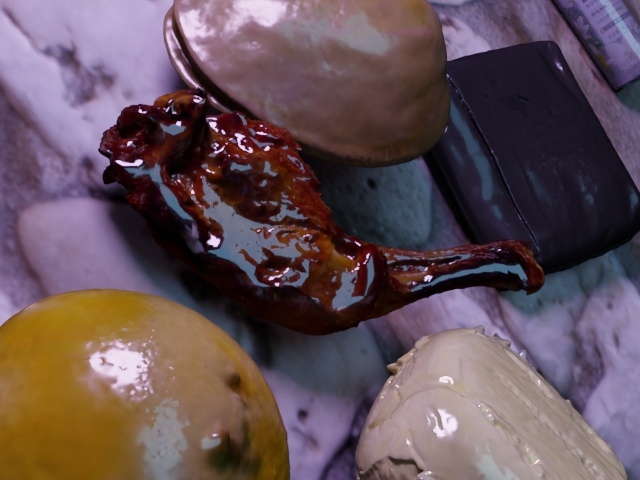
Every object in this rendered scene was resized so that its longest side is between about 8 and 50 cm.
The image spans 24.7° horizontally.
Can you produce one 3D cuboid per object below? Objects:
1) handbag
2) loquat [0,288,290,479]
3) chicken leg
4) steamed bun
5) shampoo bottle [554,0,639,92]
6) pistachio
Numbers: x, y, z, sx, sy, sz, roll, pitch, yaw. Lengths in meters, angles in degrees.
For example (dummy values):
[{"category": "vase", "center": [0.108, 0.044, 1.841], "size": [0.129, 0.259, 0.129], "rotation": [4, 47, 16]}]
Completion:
[{"category": "handbag", "center": [0.210, -0.088, 1.483], "size": [0.223, 0.080, 0.246], "rotation": [-17, 76, -44]}, {"category": "loquat", "center": [-0.135, 0.145, 0.955], "size": [0.244, 0.244, 0.243], "rotation": [21, 53, -30]}, {"category": "chicken leg", "center": [0.000, 0.000, 1.221], "size": [0.407, 0.096, 0.158], "rotation": [19, 84, -20]}, {"category": "steamed bun", "center": [0.127, 0.197, 1.176], "size": [0.232, 0.166, 0.273], "rotation": [41, 19, -4]}, {"category": "shampoo bottle", "center": [0.310, -0.276, 1.691], "size": [0.072, 0.072, 0.214], "rotation": [-32, 87, -46]}, {"category": "pistachio", "center": [-0.008, -0.154, 1.286], "size": [0.261, 0.163, 0.212], "rotation": [-8, 56, -30]}]
